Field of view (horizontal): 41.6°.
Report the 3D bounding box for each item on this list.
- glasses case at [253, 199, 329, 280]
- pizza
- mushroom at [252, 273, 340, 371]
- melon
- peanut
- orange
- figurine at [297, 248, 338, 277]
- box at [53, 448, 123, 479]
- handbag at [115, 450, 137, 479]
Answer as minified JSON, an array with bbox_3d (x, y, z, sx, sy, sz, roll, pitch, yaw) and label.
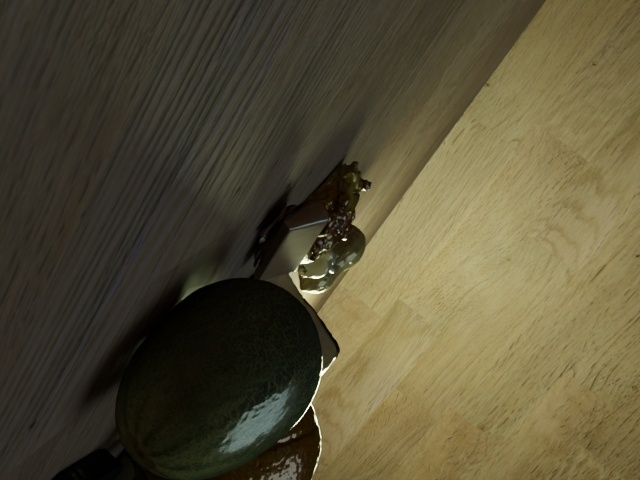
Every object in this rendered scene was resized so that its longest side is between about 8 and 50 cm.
[{"bbox_3d":[-0.072,-0.005,1.410,0.103,0.070,0.193,-15,157,-29],"label":"glasses case"},{"bbox_3d":[0.022,-0.049,1.631,0.228,0.081,0.289,-61,165,9],"label":"pizza"},{"bbox_3d":[-0.102,0.187,1.651,0.162,0.236,0.173,-43,164,34],"label":"mushroom"},{"bbox_3d":[-0.140,0.195,1.197,0.329,0.249,0.248,-44,170,-37],"label":"melon"},{"bbox_3d":[0.028,0.045,2.098,0.236,0.120,0.110,-46,145,-36],"label":"peanut"},{"bbox_3d":[-0.180,0.391,1.592,0.357,0.322,0.322,-13,149,-38],"label":"orange"},{"bbox_3d":[-0.013,0.040,1.892,0.098,0.081,0.146,-10,-177,6],"label":"figurine"},{"bbox_3d":[-0.478,0.513,1.407,0.350,0.058,0.211,-52,172,5],"label":"box"},{"bbox_3d":[-0.389,0.568,1.819,0.325,0.163,0.327,-59,179,-20],"label":"handbag"}]
